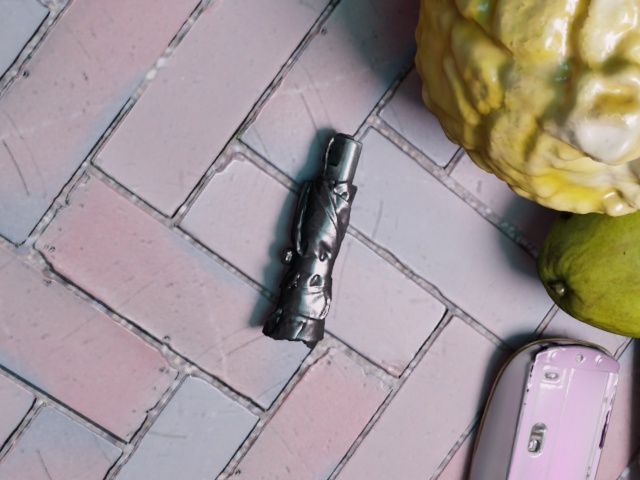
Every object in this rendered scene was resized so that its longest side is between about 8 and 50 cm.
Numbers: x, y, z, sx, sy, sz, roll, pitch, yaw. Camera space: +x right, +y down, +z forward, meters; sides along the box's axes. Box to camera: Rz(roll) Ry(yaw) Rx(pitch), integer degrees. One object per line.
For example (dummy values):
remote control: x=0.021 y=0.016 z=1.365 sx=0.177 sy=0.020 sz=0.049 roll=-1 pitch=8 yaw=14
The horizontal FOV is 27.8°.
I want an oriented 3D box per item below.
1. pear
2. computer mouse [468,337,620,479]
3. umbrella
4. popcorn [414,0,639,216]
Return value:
pear: x=0.370 y=0.003 z=1.438 sx=0.269 sy=0.212 sz=0.212 roll=-21 pitch=108 yaw=-21
computer mouse: x=0.262 y=0.263 z=1.528 sx=0.158 sy=0.072 sz=0.310 roll=8 pitch=99 yaw=-19
umbrella: x=0.000 y=0.000 z=1.388 sx=0.066 sy=0.059 sz=0.235 roll=12 pitch=96 yaw=-43
popcorn: x=0.247 y=-0.216 z=1.269 sx=0.354 sy=0.344 sz=0.390 roll=-34 pitch=87 yaw=31
